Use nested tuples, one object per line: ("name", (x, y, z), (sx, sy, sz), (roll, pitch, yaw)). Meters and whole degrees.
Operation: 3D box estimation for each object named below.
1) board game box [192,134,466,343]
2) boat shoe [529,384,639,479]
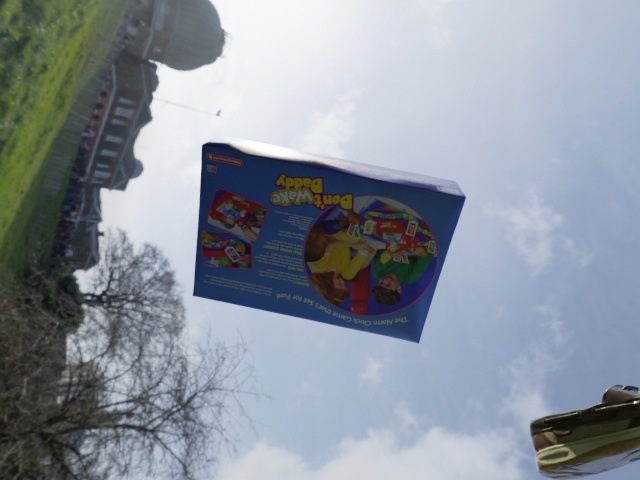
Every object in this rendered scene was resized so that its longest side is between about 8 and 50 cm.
("board game box", (0.000, 0.000, 0.643), (0.078, 0.347, 0.233), (-74, 176, -66))
("boat shoe", (0.423, 0.244, 0.605), (0.285, 0.103, 0.092), (-37, -142, 28))
